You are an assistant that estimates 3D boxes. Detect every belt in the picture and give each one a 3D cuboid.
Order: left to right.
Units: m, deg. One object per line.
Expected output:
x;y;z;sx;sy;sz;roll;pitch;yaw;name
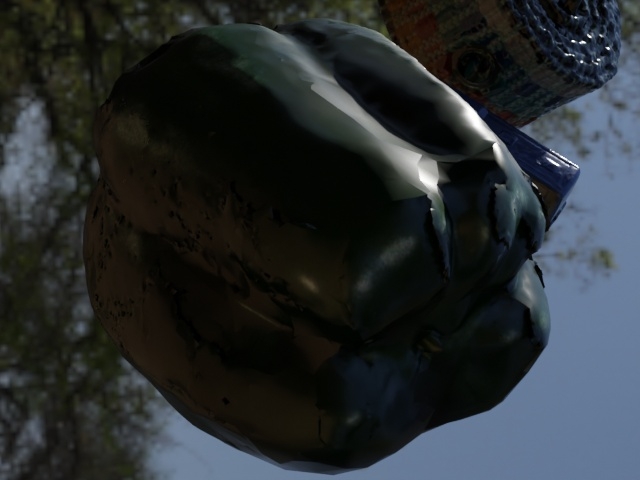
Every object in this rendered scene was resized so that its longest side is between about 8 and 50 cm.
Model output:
0.147;-0.222;1.222;0.150;0.207;0.257;-26;-118;38;belt

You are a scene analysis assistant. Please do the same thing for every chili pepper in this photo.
0.000;0.000;0.838;0.257;0.249;0.233;36;-35;47;chili pepper

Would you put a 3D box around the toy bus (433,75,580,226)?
0.124;-0.068;1.113;0.153;0.051;0.061;34;-44;8;toy bus
